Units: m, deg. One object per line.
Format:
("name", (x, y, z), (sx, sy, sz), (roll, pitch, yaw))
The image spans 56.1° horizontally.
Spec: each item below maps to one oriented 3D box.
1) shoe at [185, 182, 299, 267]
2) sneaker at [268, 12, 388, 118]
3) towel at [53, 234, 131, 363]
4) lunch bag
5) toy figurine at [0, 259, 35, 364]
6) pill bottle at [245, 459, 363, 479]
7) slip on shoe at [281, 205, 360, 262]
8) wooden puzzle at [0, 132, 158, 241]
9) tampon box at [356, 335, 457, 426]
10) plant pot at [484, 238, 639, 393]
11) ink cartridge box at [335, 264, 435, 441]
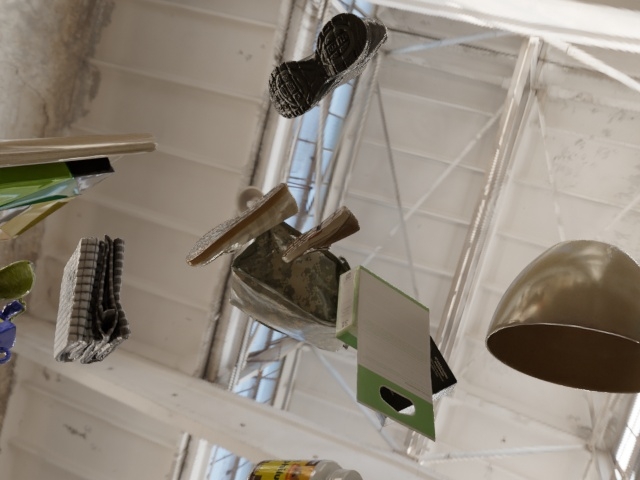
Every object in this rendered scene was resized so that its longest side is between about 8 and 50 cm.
("shoe", (-0.131, -0.015, 1.037), (0.219, 0.076, 0.058), (-37, -68, -8))
("sneaker", (0.015, -0.316, 1.122), (0.286, 0.130, 0.109), (-23, -89, 45))
("towel", (-0.498, 0.135, 1.319), (0.283, 0.121, 0.235), (-34, -128, 53))
("lunch bag", (-0.037, 0.113, 1.271), (0.287, 0.235, 0.169), (32, -115, 6))
("toy figurine", (-0.704, 0.201, 1.263), (0.217, 0.362, 0.191), (27, -60, 21))
("pill bottle", (-0.029, 0.464, 1.102), (0.215, 0.117, 0.117), (-14, -92, 33))
("slip on shoe", (0.000, 0.000, 0.918), (0.135, 0.051, 0.041), (-36, -73, 17))
("wooden puzzle", (-0.285, -0.029, 0.507), (0.238, 0.221, 0.044), (-21, -87, 25))
("tampon box", (0.170, 0.279, 1.208), (0.161, 0.101, 0.120), (-23, -115, -10))
("plant pot", (0.431, 0.111, 0.990), (0.284, 0.284, 0.191), (10, -117, 18))
("ink cartridge box", (0.100, 0.173, 0.918), (0.171, 0.235, 0.056), (33, -46, -28))
